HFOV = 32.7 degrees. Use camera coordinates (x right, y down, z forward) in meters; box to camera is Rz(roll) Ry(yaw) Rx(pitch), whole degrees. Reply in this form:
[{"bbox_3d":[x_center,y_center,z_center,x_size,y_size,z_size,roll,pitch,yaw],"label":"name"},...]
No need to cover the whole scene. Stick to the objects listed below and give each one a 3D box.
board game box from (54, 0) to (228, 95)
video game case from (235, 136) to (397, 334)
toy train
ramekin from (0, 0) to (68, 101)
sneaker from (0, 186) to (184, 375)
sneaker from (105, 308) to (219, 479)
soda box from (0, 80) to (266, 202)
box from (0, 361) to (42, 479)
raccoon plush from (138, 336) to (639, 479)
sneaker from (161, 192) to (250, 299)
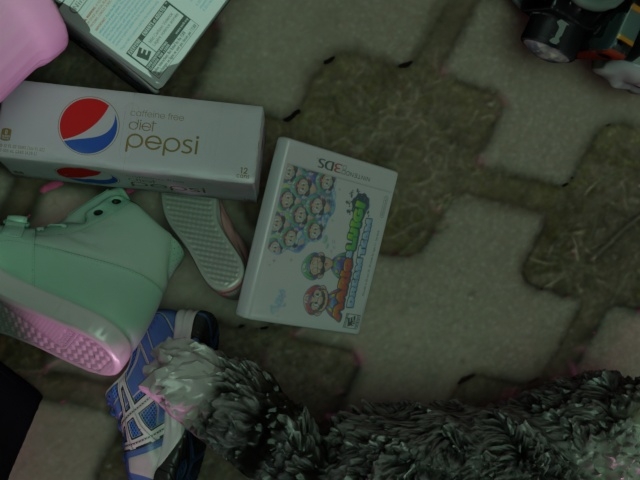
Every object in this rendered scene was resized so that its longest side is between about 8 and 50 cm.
[{"bbox_3d":[-0.194,-0.299,0.911,0.303,0.097,0.224,38,86,-11],"label":"board game box"},{"bbox_3d":[0.000,0.000,0.965,0.143,0.019,0.157,13,92,-45],"label":"video game case"},{"bbox_3d":[0.303,-0.298,0.981,0.190,0.142,0.334,24,90,-20],"label":"toy train"},{"bbox_3d":[-0.334,-0.186,0.790,0.277,0.277,0.135,39,76,-10],"label":"ramekin"},{"bbox_3d":[-0.244,0.003,0.940,0.256,0.094,0.151,25,53,9],"label":"sneaker"},{"bbox_3d":[-0.146,0.159,0.969,0.081,0.080,0.211,11,92,13],"label":"sneaker"},{"bbox_3d":[-0.156,-0.083,0.919,0.216,0.074,0.069,6,79,0],"label":"soda box"},{"bbox_3d":[-0.386,0.132,0.753,0.293,0.395,0.212,42,87,-9],"label":"box"},{"bbox_3d":[0.115,0.146,0.911,0.446,0.216,0.299,43,80,-25],"label":"raccoon plush"},{"bbox_3d":[-0.099,-0.004,0.975,0.051,0.070,0.134,-27,68,2],"label":"sneaker"}]
